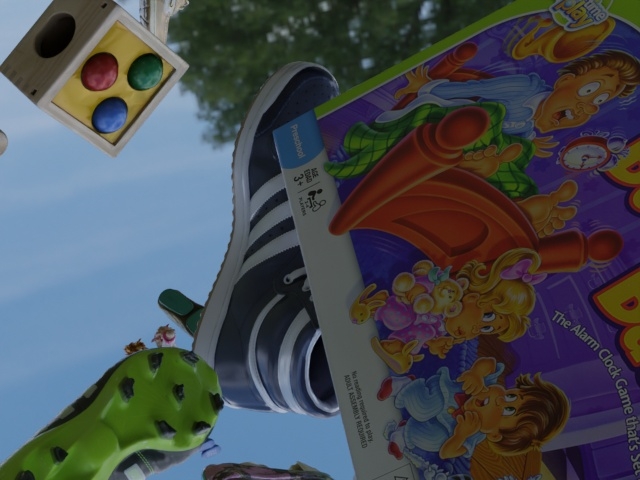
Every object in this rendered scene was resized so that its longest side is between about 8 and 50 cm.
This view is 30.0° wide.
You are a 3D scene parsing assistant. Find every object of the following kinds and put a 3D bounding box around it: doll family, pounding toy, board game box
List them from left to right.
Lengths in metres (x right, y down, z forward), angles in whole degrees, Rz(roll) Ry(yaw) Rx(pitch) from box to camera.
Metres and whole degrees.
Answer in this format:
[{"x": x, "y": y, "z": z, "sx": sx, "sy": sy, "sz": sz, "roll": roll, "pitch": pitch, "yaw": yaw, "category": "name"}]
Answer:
[{"x": -0.263, "y": -0.152, "z": 1.189, "sx": 0.206, "sy": 0.181, "sz": 0.094, "roll": -51, "pitch": -126, "yaw": 1, "category": "pounding toy"}, {"x": -0.255, "y": 0.241, "z": 1.886, "sx": 0.118, "sy": 0.263, "sz": 0.163, "roll": -22, "pitch": -129, "yaw": -11, "category": "doll family"}, {"x": 0.119, "y": 0.026, "z": 0.622, "sx": 0.233, "sy": 0.078, "sz": 0.347, "roll": -27, "pitch": -133, "yaw": 13, "category": "board game box"}]

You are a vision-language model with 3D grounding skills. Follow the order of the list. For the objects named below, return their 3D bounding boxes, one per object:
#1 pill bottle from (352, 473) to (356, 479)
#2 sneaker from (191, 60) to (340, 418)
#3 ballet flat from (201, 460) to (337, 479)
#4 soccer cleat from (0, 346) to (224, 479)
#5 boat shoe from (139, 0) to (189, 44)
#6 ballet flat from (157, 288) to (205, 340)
[{"x": 0.119, "y": 0.198, "z": 0.805, "sx": 0.194, "sy": 0.108, "sz": 0.108, "roll": 26, "pitch": -157, "yaw": -16, "category": "pill bottle"}, {"x": 0.000, "y": 0.000, "z": 0.911, "sx": 0.099, "sy": 0.282, "sz": 0.153, "roll": 19, "pitch": 173, "yaw": -41, "category": "sneaker"}, {"x": -0.048, "y": 0.306, "z": 1.475, "sx": 0.222, "sy": 0.077, "sz": 0.079, "roll": 16, "pitch": -160, "yaw": -30, "category": "ballet flat"}, {"x": -0.111, "y": 0.101, "z": 0.572, "sx": 0.072, "sy": 0.060, "sz": 0.179, "roll": -28, "pitch": -178, "yaw": 32, "category": "soccer cleat"}, {"x": -0.181, "y": -0.297, "z": 1.410, "sx": 0.059, "sy": 0.170, "sz": 0.063, "roll": -3, "pitch": -155, "yaw": -19, "category": "boat shoe"}, {"x": -0.199, "y": 0.130, "z": 1.911, "sx": 0.057, "sy": 0.052, "sz": 0.168, "roll": -37, "pitch": -134, "yaw": -18, "category": "ballet flat"}]
